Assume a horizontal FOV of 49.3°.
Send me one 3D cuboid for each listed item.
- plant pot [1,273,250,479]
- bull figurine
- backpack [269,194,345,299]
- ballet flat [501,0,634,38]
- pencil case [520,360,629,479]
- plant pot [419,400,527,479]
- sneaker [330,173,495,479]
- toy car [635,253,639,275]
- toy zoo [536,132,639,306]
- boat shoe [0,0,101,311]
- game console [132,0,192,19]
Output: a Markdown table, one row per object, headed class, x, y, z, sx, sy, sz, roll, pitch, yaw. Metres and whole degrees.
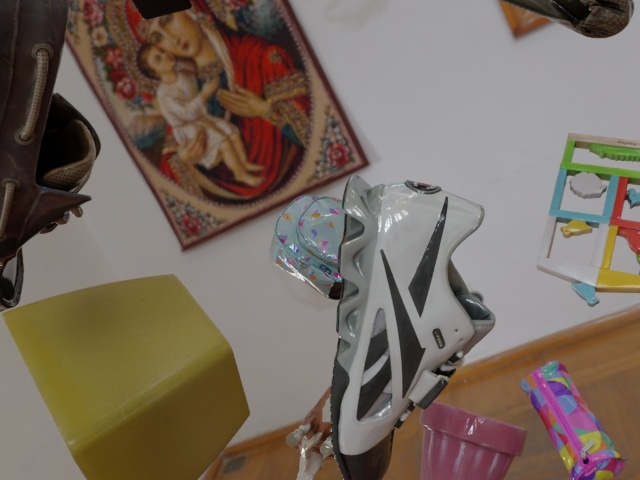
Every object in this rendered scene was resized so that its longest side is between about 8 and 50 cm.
| class | x | y | z | sx | sy | sz | roll | pitch | yaw |
| --- | --- | --- | --- | --- | --- | --- | --- | --- | --- |
| plant pot | -0.202 | 0.165 | 0.792 | 0.187 | 0.212 | 0.212 | -28 | 48 | -22 |
| bull figurine | 0.035 | 0.323 | 1.280 | 0.310 | 0.101 | 0.188 | -51 | -11 | 3 |
| backpack | 0.000 | 0.000 | 1.346 | 0.166 | 0.188 | 0.144 | -55 | -17 | -32 |
| ballet flat | 0.245 | -0.304 | 0.822 | 0.058 | 0.250 | 0.084 | -38 | -26 | -35 |
| pencil case | 0.452 | 0.331 | 1.261 | 0.104 | 0.104 | 0.236 | -25 | 40 | 4 |
| plant pot | 0.274 | 0.419 | 1.340 | 0.201 | 0.201 | 0.180 | -1 | 69 | 62 |
| sneaker | 0.087 | 0.107 | 0.662 | 0.146 | 0.330 | 0.122 | 6 | 24 | 8 |
| toy car | 0.737 | 0.061 | 1.360 | 0.188 | 0.155 | 0.149 | 17 | 57 | 47 |
| toy zoo | 0.471 | -0.031 | 1.136 | 0.192 | 0.030 | 0.293 | 11 | 73 | 23 |
| boat shoe | -0.225 | -0.046 | 0.495 | 0.130 | 0.132 | 0.355 | 2 | -32 | -17 |
| game console | -0.361 | -0.563 | 1.551 | 0.122 | 0.107 | 0.071 | -11 | 2 | 9 |
